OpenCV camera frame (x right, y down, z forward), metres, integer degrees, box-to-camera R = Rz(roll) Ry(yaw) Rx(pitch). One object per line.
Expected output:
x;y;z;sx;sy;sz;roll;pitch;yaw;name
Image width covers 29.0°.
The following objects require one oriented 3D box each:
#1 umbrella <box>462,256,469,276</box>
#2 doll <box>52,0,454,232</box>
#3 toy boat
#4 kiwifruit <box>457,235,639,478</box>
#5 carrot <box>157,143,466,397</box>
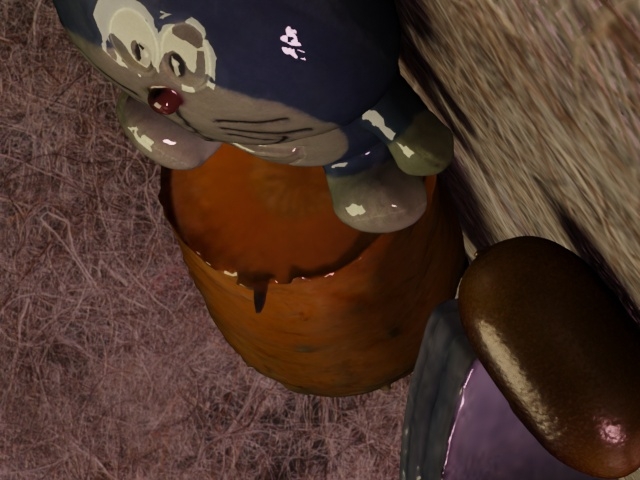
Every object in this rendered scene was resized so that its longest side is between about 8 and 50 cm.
0.059;-0.015;1.259;0.272;0.122;0.110;63;158;-8;umbrella
-0.036;-0.102;0.649;0.228;0.154;0.258;22;-179;13;doll
0.115;0.173;0.755;0.078;0.127;0.283;-145;51;-66;toy boat
0.113;0.052;0.572;0.124;0.075;0.075;52;-179;-2;kiwifruit
0.000;0.000;0.982;0.224;0.224;0.341;56;178;23;carrot
